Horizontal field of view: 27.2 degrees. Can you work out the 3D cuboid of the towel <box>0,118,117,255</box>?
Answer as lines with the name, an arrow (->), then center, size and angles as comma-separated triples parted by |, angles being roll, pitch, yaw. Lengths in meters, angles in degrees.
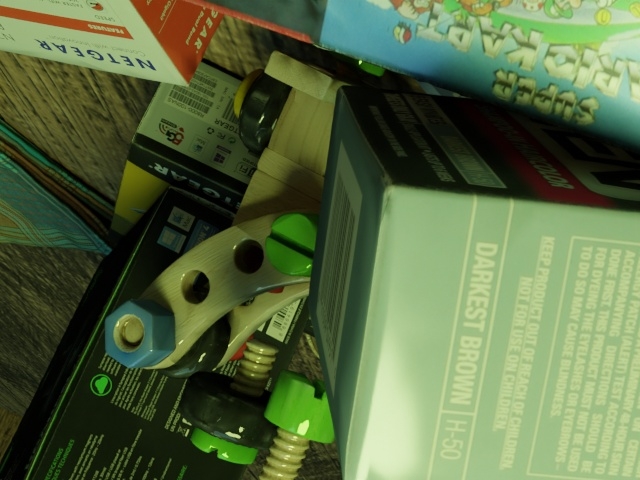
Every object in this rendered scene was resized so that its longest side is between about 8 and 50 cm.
towel -> -0.374, -0.065, 1.317 | 0.370, 0.040, 0.271 | 3, 151, 45

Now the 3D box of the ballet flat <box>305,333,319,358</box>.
ballet flat -> 0.019, 0.084, 1.218 | 0.067, 0.073, 0.206 | 34, 166, 38

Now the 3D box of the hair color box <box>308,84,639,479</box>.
hair color box -> 0.191, 0.026, 0.523 | 0.374, 0.114, 0.185 | 6, -164, -6

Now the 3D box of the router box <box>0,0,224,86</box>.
router box -> -0.248, -0.223, 0.702 | 0.335, 0.082, 0.301 | 14, 159, 25

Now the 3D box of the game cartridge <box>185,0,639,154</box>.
game cartridge -> 0.068, -0.151, 0.407 | 0.355, 0.068, 0.230 | 20, 122, 10

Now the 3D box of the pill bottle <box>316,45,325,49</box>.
pill bottle -> 0.077, -0.122, 0.556 | 0.193, 0.108, 0.108 | 6, 154, 41

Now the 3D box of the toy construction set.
toy construction set -> 0.056, 0.013, 0.769 | 0.308, 0.237, 0.257 | 18, -176, -39

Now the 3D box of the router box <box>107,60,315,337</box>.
router box -> 0.000, 0.000, 0.996 | 0.308, 0.081, 0.243 | 25, 161, -4

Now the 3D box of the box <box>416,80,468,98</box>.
box -> 0.173, -0.058, 0.689 | 0.183, 0.056, 0.231 | 4, 152, 45

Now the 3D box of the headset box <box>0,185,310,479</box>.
headset box -> -0.135, 0.121, 0.976 | 0.131, 0.246, 0.283 | 27, 162, -12
